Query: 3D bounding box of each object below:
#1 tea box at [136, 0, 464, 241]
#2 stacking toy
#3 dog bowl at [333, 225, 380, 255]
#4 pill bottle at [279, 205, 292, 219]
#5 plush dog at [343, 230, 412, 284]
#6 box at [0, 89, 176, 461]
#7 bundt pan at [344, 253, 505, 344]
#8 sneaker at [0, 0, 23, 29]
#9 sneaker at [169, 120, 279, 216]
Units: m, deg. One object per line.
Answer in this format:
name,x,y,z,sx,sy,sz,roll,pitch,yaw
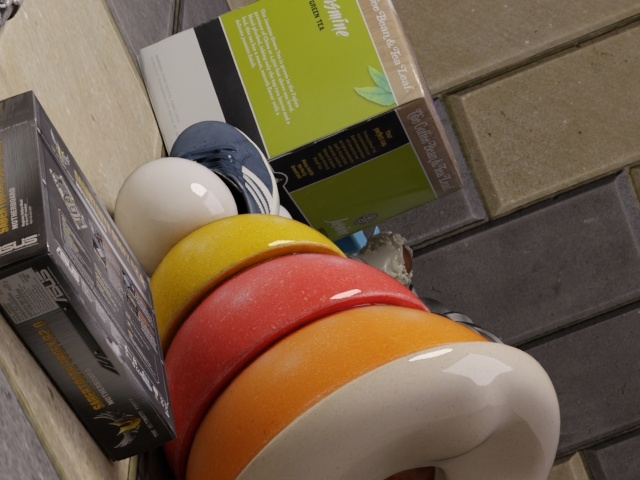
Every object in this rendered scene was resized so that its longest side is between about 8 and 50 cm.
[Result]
tea box,-0.016,-0.151,2.230,0.329,0.324,0.220,57,13,-68
stacking toy,-0.048,0.098,1.542,0.480,0.351,0.350,51,-6,37
dog bowl,0.000,0.000,2.703,0.297,0.166,0.074,59,23,-61
pill bottle,-0.072,0.031,2.055,0.121,0.121,0.216,-103,170,-55
plush dog,0.011,0.121,2.449,0.225,0.211,0.262,93,8,-69
box,-0.187,0.028,1.304,0.183,0.056,0.231,-107,173,-45
bundt pan,0.075,0.109,1.904,0.331,0.124,0.331,28,4,-2
sneaker,-0.253,-0.223,1.305,0.281,0.115,0.105,-102,169,-58
sneaker,-0.117,-0.047,1.859,0.350,0.131,0.148,-104,175,-49
